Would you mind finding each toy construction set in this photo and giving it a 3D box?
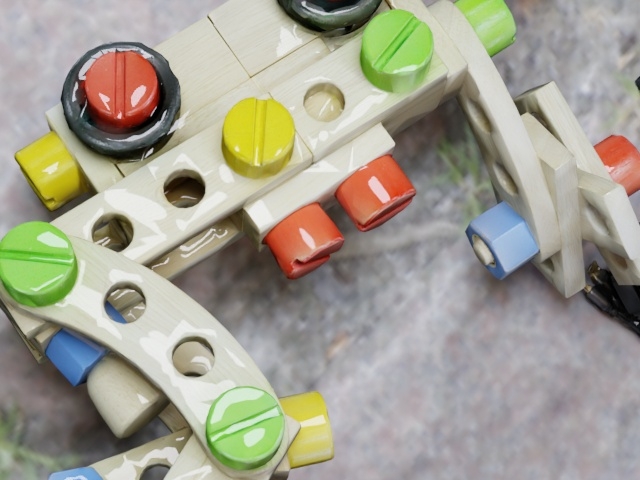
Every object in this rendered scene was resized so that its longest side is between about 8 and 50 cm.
[{"bbox_3d":[0.000,0.000,0.724,0.328,0.151,0.215,-29,76,-26],"label":"toy construction set"}]

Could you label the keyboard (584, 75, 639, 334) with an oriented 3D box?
[{"bbox_3d":[0.250,0.043,0.885,0.201,0.033,0.317,-33,101,-17],"label":"keyboard"}]
